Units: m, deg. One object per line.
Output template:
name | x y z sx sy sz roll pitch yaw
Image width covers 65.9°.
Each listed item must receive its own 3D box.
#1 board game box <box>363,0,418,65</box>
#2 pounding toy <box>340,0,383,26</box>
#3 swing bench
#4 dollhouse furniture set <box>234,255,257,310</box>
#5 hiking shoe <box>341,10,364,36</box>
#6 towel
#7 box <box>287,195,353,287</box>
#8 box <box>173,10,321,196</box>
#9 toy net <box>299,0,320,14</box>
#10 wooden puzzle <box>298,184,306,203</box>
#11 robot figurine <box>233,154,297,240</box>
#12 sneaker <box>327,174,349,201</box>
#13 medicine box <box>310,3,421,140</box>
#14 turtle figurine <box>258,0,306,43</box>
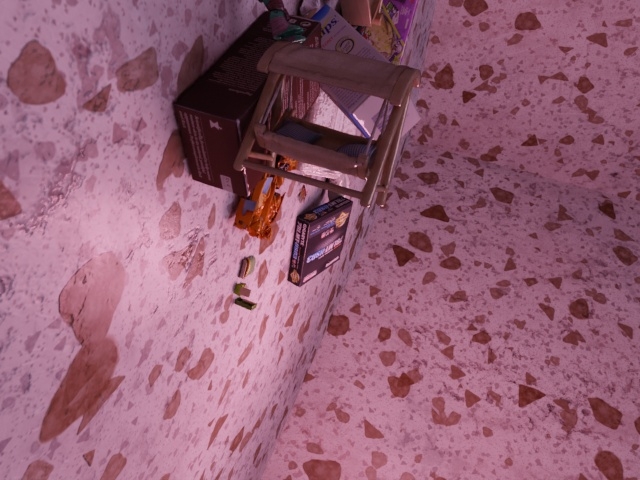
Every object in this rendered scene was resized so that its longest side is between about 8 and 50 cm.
board game box | 0.200 -0.734 1.628 0.056 0.208 0.346 -34 141 -69
pounding toy | 0.123 -0.693 1.394 0.206 0.094 0.181 64 42 -65
swing bench | 0.017 -0.213 0.873 0.165 0.254 0.254 -17 123 -73
dollhouse furniture set | -0.204 0.125 1.446 0.076 0.059 0.151 -22 129 -74
hiking shoe | 0.076 -0.596 1.516 0.304 0.113 0.132 -63 173 -15
towel | 0.025 -0.340 1.582 0.187 0.049 0.282 2 109 -37
box | 0.000 0.000 1.947 0.296 0.073 0.293 -30 138 -48
box | -0.129 -0.293 1.025 0.191 0.143 0.381 92 19 -50
toy net | 0.011 -0.661 1.268 0.122 0.045 0.232 108 6 -57
wooden puzzle | -0.064 -0.163 1.750 0.083 0.006 0.049 81 30 -64
robot figurine | -0.135 -0.152 1.302 0.211 0.085 0.290 44 65 -77
sneaker | 0.058 -0.268 1.967 0.121 0.099 0.262 -25 129 -56
medicine box | 0.091 -0.408 1.277 0.149 0.289 0.263 -42 155 10
turtle figurine | -0.088 -0.486 0.907 0.175 0.118 0.234 -37 114 -66
